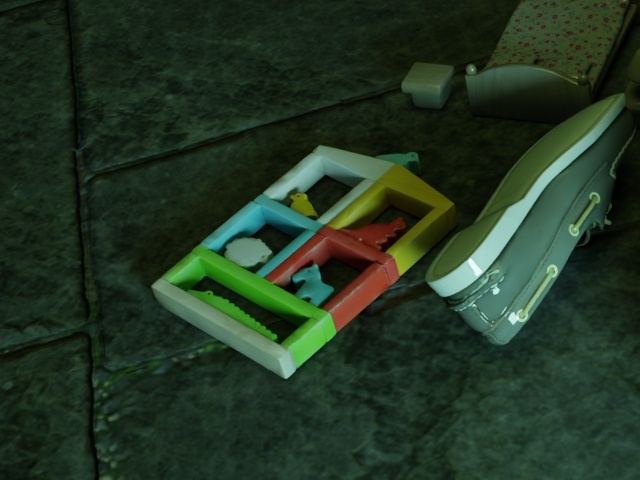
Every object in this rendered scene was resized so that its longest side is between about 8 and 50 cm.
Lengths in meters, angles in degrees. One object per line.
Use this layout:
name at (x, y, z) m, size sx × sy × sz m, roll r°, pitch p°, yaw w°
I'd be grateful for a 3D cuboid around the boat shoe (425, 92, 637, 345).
boat shoe at (0.214, -0.026, 1.420) m, size 0.305 × 0.091 × 0.109 m, roll -46°, pitch 11°, yaw -33°

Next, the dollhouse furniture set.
dollhouse furniture set at (0.292, -0.284, 1.624) m, size 0.355 × 0.174 × 0.303 m, roll 8°, pitch 45°, yaw 26°

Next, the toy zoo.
toy zoo at (0.000, 0.000, 1.510) m, size 0.293 × 0.030 × 0.192 m, roll -40°, pitch 45°, yaw -25°
